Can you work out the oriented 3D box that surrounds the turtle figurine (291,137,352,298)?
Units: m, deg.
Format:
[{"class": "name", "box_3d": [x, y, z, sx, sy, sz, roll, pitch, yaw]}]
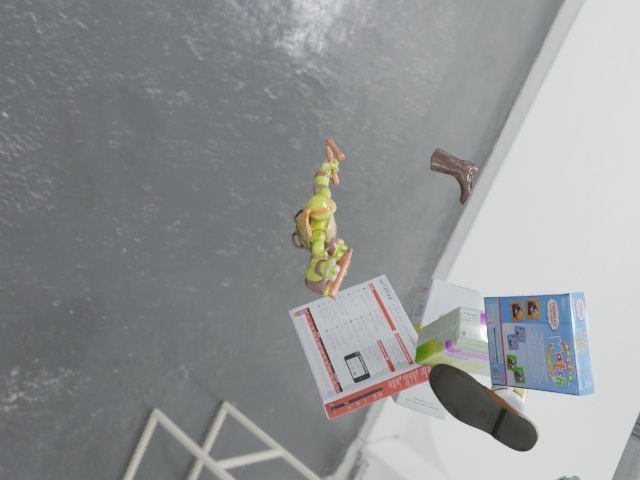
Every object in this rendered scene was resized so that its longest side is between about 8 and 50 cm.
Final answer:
[{"class": "turtle figurine", "box_3d": [0.000, 0.000, 1.055, 0.217, 0.087, 0.269, 86, 0, -59]}]

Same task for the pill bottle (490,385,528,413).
[{"class": "pill bottle", "box_3d": [0.625, 0.480, 2.287, 0.215, 0.117, 0.117, -52, 154, -54]}]

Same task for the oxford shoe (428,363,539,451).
[{"class": "oxford shoe", "box_3d": [0.280, 0.288, 1.203, 0.076, 0.212, 0.076, -59, 154, 8]}]

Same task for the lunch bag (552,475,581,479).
[{"class": "lunch bag", "box_3d": [0.539, 0.685, 1.587, 0.223, 0.262, 0.160, -13, 144, -4]}]

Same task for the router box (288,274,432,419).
[{"class": "router box", "box_3d": [0.103, 0.280, 1.891, 0.301, 0.335, 0.082, -20, 135, -4]}]

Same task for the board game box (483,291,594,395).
[{"class": "board game box", "box_3d": [0.361, 0.171, 1.170, 0.039, 0.211, 0.160, -2, 85, -24]}]

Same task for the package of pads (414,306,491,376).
[{"class": "package of pads", "box_3d": [0.371, 0.239, 1.593, 0.296, 0.229, 0.101, 123, -23, -70]}]

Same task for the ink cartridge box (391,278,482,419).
[{"class": "ink cartridge box", "box_3d": [0.341, 0.316, 2.121, 0.279, 0.160, 0.385, 88, 20, -86]}]

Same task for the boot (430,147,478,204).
[{"class": "boot", "box_3d": [0.294, -0.148, 1.590, 0.037, 0.114, 0.106, 139, -30, -74]}]

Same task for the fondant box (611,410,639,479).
[{"class": "fondant box", "box_3d": [0.662, 0.390, 1.107, 0.096, 0.330, 0.238, 49, 64, -84]}]
